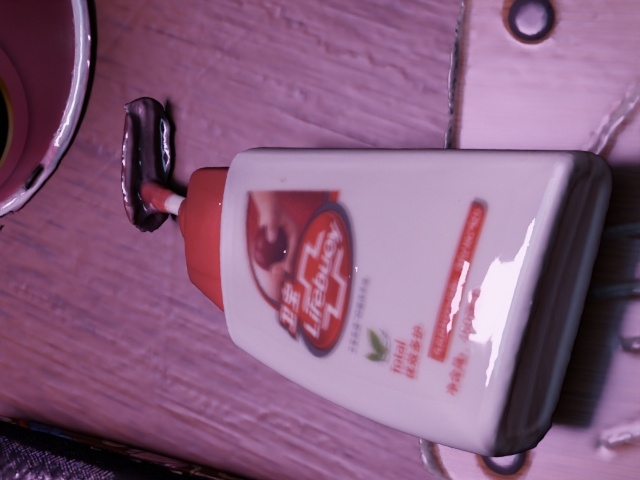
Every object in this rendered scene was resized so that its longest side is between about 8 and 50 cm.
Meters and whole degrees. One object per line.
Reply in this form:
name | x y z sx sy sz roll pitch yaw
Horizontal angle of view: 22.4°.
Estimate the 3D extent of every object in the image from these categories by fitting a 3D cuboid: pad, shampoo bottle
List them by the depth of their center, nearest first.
pad | 0.189 0.001 0.770 0.286 0.018 0.284 6 94 25
shampoo bottle | 0.000 0.000 0.820 0.284 0.071 0.153 17 101 34

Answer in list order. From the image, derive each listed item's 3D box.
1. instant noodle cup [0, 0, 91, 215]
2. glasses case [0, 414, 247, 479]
instant noodle cup | -0.288 -0.113 0.871 0.244 0.255 0.244 2 95 26
glasses case | -0.102 0.180 0.880 0.321 0.082 0.122 12 98 24
